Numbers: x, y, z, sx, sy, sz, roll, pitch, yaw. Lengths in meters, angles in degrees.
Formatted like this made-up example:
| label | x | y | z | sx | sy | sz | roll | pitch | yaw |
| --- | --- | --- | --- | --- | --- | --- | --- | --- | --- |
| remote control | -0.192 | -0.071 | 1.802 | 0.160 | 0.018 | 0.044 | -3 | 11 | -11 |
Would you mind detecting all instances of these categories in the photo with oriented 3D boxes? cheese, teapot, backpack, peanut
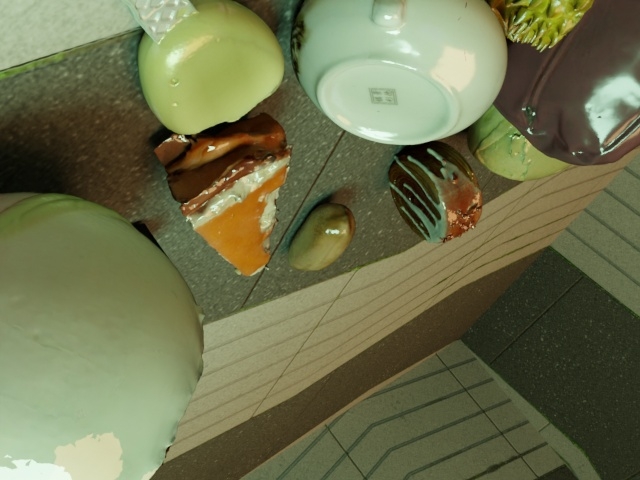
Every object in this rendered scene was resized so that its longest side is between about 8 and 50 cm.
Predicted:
| label | x | y | z | sx | sy | sz | roll | pitch | yaw |
| --- | --- | --- | --- | --- | --- | --- | --- | --- | --- |
| cheese | -0.111 | -0.162 | 0.652 | 0.127 | 0.050 | 0.255 | -39 | 161 | 3 |
| teapot | 0.075 | -0.187 | 0.767 | 0.298 | 0.204 | 0.139 | 86 | 18 | -64 |
| backpack | 0.333 | -0.235 | 0.904 | 0.197 | 0.283 | 0.317 | 0 | 130 | -46 |
| peanut | 0.000 | 0.000 | 1.221 | 0.076 | 0.076 | 0.152 | -22 | 161 | -43 |

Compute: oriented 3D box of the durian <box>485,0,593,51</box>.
| label | x | y | z | sx | sy | sz | roll | pitch | yaw |
| --- | --- | --- | --- | --- | --- | --- | --- | --- | --- |
| durian | 0.186 | -0.285 | 0.757 | 0.250 | 0.138 | 0.183 | 116 | -11 | -49 |

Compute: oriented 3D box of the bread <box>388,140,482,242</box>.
| label | x | y | z | sx | sy | sz | roll | pitch | yaw |
| --- | --- | --- | --- | --- | --- | --- | --- | --- | --- |
| bread | 0.173 | -0.073 | 1.250 | 0.073 | 0.160 | 0.160 | -25 | 158 | -22 |

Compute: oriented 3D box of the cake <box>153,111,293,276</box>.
| label | x | y | z | sx | sy | sz | roll | pitch | yaw |
| --- | --- | --- | --- | --- | --- | --- | --- | --- | --- |
| cake | -0.085 | -0.045 | 0.900 | 0.135 | 0.098 | 0.287 | -36 | 162 | -9 |

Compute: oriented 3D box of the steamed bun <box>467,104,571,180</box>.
| label | x | y | z | sx | sy | sz | roll | pitch | yaw |
| --- | --- | --- | --- | --- | --- | --- | --- | --- | --- |
| steamed bun | 0.379 | -0.194 | 1.345 | 0.273 | 0.166 | 0.232 | -16 | 149 | -51 |

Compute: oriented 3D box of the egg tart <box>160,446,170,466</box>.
| label | x | y | z | sx | sy | sz | roll | pitch | yaw |
| --- | --- | --- | --- | --- | --- | --- | --- | --- | --- |
| egg tart | -0.273 | 0.184 | 0.942 | 0.215 | 0.215 | 0.171 | -27 | 146 | -34 |

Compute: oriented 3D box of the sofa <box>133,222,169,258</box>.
| label | x | y | z | sx | sy | sz | roll | pitch | yaw |
| --- | --- | --- | --- | --- | --- | --- | --- | --- | --- |
| sofa | -0.225 | 0.029 | 0.867 | 0.118 | 0.060 | 0.039 | -25 | 163 | -41 |

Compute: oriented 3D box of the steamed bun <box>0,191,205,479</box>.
| label | x | y | z | sx | sy | sz | roll | pitch | yaw |
| --- | --- | --- | --- | --- | --- | --- | --- | --- | --- |
| steamed bun | -0.266 | 0.089 | 0.644 | 0.309 | 0.309 | 0.309 | -35 | 162 | -13 |
